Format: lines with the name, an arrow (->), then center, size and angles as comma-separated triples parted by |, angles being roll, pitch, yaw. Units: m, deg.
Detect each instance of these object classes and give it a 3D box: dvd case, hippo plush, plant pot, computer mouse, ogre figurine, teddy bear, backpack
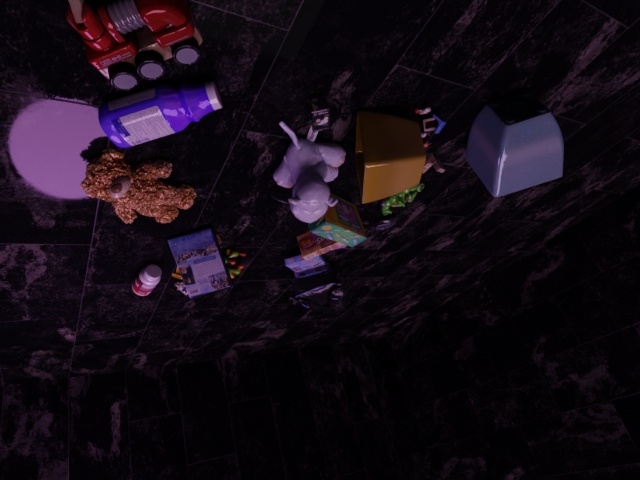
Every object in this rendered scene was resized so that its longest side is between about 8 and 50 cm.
dvd case -> -0.458, 0.087, 1.671 | 0.180, 0.253, 0.022 | -15, -165, 3
hippo plush -> -0.010, -0.191, 1.362 | 0.234, 0.236, 0.294 | -8, 152, -17
plant pot -> 0.214, -0.261, 1.347 | 0.187, 0.212, 0.212 | -4, 153, 1
plant pot -> 0.656, -0.345, 1.464 | 0.247, 0.248, 0.252 | -17, 138, 2
computer mouse -> 0.245, -0.045, 1.959 | 0.242, 0.041, 0.071 | -30, 160, 0
ogre figurine -> 0.319, -0.176, 1.746 | 0.197, 0.097, 0.118 | -16, 168, 24
teddy bear -> -0.530, -0.139, 1.306 | 0.245, 0.113, 0.338 | -21, 154, 3
backpack -> -0.011, 0.245, 2.238 | 0.276, 0.213, 0.263 | -14, 146, 8

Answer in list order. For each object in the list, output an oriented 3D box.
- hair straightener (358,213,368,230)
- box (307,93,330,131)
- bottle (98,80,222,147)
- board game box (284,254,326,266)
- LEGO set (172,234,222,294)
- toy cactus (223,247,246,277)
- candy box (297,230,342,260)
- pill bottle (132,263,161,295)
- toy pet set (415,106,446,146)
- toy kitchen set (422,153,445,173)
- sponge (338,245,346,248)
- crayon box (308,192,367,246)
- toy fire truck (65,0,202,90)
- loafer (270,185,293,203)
hair straightener -> 0.177, -0.054, 1.947 | 0.089, 0.047, 0.230 | -17, 154, 0
box -> -0.005, -0.361, 1.232 | 0.052, 0.062, 0.083 | -13, 154, -5
bottle -> -0.386, -0.317, 1.064 | 0.283, 0.092, 0.118 | -17, 154, 1
board game box -> -0.068, 0.103, 2.068 | 0.160, 0.039, 0.211 | -16, 166, 5
LEGO set -> -0.492, 0.074, 1.753 | 0.287, 0.132, 0.107 | -56, 162, 12
toy cactus -> -0.426, 0.107, 1.859 | 0.180, 0.112, 0.219 | 11, 140, -32
candy box -> 0.000, 0.000, 1.880 | 0.187, 0.109, 0.053 | -24, 152, 15
pill bottle -> -0.718, 0.161, 1.802 | 0.086, 0.086, 0.152 | 7, 144, -39
toy pet set -> 0.355, -0.362, 1.381 | 0.065, 0.122, 0.114 | -3, -170, 31
toy kitchen set -> 0.402, -0.271, 1.626 | 0.068, 0.075, 0.083 | 9, 140, -39
sponge -> 0.021, 0.015, 2.007 | 0.210, 0.031, 0.117 | -12, 154, -8
crayon box -> 0.055, -0.088, 1.680 | 0.081, 0.165, 0.278 | -32, 149, 28
toy fire truck -> -0.373, -0.439, 0.809 | 0.217, 0.158, 0.246 | -19, 164, 6
loafer -> -0.093, -0.154, 1.548 | 0.170, 0.062, 0.061 | 12, 176, 7
